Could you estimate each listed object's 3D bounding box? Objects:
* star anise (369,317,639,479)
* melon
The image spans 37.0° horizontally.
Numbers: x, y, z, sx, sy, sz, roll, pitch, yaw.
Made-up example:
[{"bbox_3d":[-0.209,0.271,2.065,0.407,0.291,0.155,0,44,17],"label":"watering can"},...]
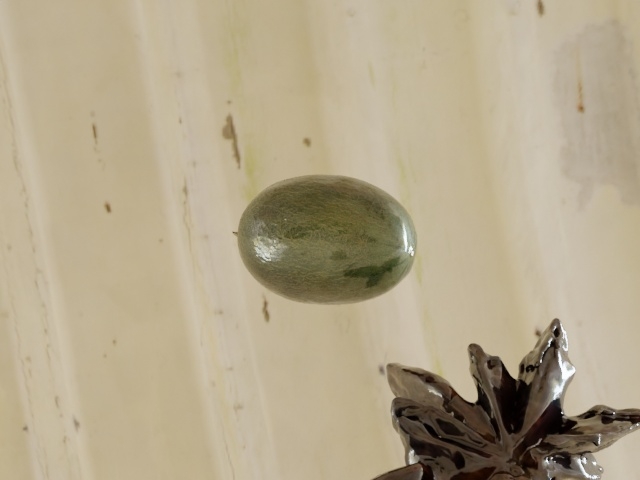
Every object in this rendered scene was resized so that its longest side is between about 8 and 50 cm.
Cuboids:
[{"bbox_3d":[0.130,0.178,0.707,0.212,0.129,0.282,28,-131,3],"label":"star anise"},{"bbox_3d":[0.000,0.000,0.821,0.167,0.114,0.114,2,-133,20],"label":"melon"}]
